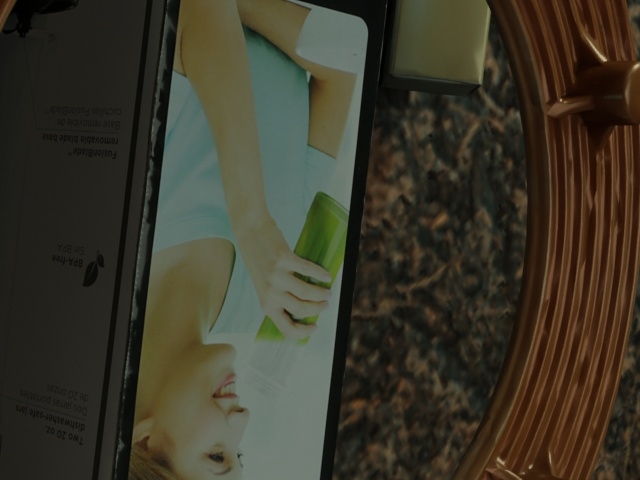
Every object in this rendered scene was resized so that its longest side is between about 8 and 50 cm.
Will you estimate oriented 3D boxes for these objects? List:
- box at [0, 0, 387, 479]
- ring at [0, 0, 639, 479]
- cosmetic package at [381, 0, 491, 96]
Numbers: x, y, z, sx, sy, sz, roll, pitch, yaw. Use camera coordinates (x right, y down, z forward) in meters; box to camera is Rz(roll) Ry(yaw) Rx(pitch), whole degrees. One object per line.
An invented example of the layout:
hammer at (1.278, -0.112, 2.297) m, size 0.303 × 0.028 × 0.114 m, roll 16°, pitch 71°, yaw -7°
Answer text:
box at (-0.075, -0.001, 0.455) m, size 0.087 × 0.169 × 0.290 m, roll 7°, pitch 89°, yaw -45°
ring at (0.000, 0.000, 0.390) m, size 0.336 × 0.032 × 0.336 m, roll -6°, pitch 98°, yaw -45°
cosmetic package at (0.054, -0.123, 0.624) m, size 0.041 × 0.060 × 0.115 m, roll 7°, pitch 92°, yaw -1°
